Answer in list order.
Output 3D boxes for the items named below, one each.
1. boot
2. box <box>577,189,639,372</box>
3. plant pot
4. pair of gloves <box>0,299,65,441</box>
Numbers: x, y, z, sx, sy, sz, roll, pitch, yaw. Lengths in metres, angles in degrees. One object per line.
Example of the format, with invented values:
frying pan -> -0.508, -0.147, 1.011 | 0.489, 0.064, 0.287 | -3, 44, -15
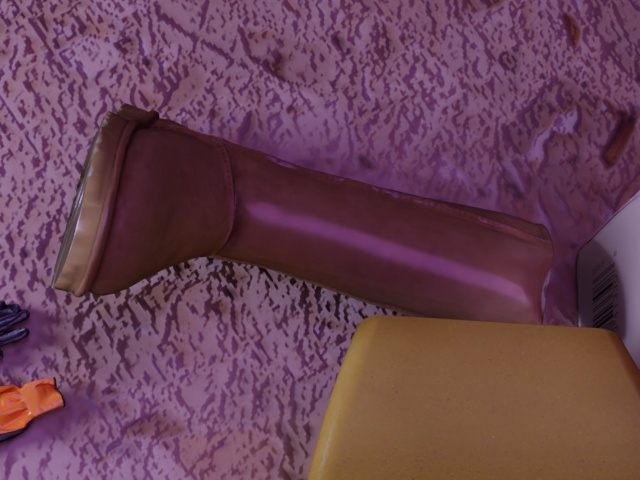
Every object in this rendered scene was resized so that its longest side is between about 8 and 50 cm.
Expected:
boot -> 0.000, 0.000, 0.961 | 0.269, 0.236, 0.089 | 17, 109, -4
box -> 0.283, 0.064, 1.035 | 0.232, 0.127, 0.148 | 6, 70, -10
plant pot -> 0.084, 0.157, 0.921 | 0.212, 0.212, 0.187 | 3, 57, -2
pair of gloves -> -0.195, 0.078, 0.997 | 0.074, 0.010, 0.083 | -21, 74, -16
